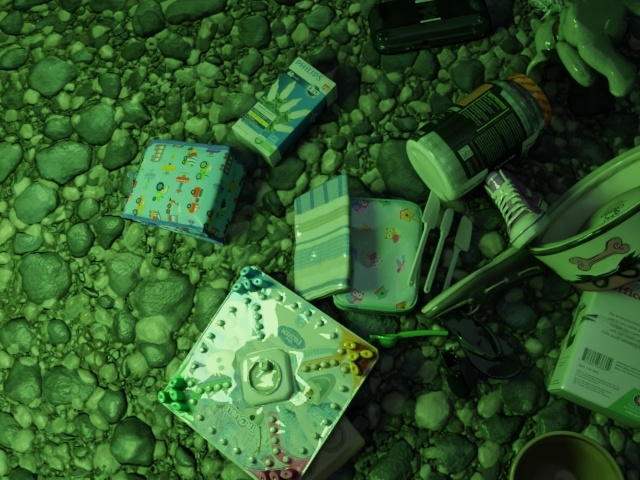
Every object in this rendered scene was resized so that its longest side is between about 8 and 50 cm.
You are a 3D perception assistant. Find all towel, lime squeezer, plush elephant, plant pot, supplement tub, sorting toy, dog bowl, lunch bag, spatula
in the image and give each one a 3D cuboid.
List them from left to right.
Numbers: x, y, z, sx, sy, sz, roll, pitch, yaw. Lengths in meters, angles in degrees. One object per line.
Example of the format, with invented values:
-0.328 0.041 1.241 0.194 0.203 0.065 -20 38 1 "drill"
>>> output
-0.363 -0.135 1.659 0.293 0.138 0.221 13 79 17 "lunch bag"
-0.033 0.445 1.515 0.193 0.038 0.208 -40 80 -6 "sorting toy"
0.000 0.000 1.561 0.034 0.209 0.285 13 69 -34 "towel"
0.129 0.034 1.574 0.224 0.108 0.279 3 75 7 "lunch bag"
0.146 0.261 1.537 0.310 0.059 0.110 -34 75 -6 "lime squeezer"
0.282 0.025 1.547 0.019 0.168 0.242 -6 57 47 "spatula"
0.381 -0.252 1.587 0.316 0.193 0.194 -35 75 -4 "supplement tub"
0.513 0.527 1.408 0.237 0.110 0.237 -1 76 4 "plant pot"
0.637 -0.496 1.621 0.330 0.255 0.272 25 87 3 "plush elephant"
0.653 -0.050 1.421 0.408 0.408 0.150 -39 95 -6 "dog bowl"

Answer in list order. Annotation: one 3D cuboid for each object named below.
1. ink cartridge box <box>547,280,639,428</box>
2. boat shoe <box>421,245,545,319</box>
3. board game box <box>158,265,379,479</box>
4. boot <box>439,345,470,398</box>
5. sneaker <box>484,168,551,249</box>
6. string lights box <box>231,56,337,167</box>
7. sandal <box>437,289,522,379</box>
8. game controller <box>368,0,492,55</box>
0.665 0.241 1.466 0.211 0.121 0.289 23 78 10 "ink cartridge box"
0.383 0.106 1.505 0.335 0.112 0.096 -30 81 -22 "boat shoe"
-0.128 0.309 1.499 0.390 0.050 0.390 32 85 21 "board game box"
0.304 0.299 1.491 0.045 0.099 0.121 -24 74 -1 "boot"
0.429 -0.080 1.499 0.161 0.282 0.102 44 111 0 "sneaker"
-0.089 -0.331 1.706 0.133 0.077 0.260 39 81 14 "string lights box"
0.358 0.223 1.531 0.097 0.054 0.254 -43 76 -7 "sandal"
0.290 -0.588 1.763 0.319 0.067 0.167 -9 60 2 "game controller"
